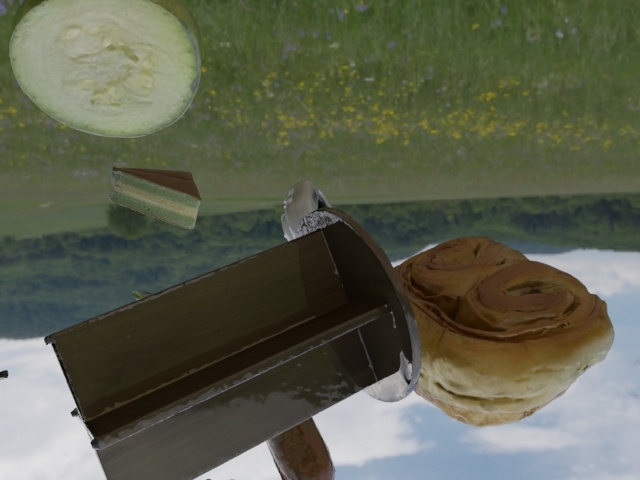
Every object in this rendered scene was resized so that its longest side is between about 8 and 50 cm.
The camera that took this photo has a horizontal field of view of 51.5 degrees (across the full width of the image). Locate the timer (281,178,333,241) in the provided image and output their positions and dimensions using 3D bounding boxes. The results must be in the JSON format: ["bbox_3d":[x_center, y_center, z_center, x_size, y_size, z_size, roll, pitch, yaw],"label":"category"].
[{"bbox_3d":[0.001,0.000,1.405,0.087,0.237,0.262,-29,-160,12],"label":"timer"}]

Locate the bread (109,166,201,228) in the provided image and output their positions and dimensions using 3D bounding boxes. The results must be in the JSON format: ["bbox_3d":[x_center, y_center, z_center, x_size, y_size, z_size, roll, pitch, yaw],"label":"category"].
[{"bbox_3d":[-0.286,-0.073,1.139,0.139,0.074,0.084,3,-142,-28],"label":"bread"}]

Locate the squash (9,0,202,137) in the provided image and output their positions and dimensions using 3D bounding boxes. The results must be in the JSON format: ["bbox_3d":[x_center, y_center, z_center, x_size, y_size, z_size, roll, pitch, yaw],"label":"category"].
[{"bbox_3d":[-0.288,-0.246,0.905,0.252,0.049,0.252,-7,145,-5],"label":"squash"}]

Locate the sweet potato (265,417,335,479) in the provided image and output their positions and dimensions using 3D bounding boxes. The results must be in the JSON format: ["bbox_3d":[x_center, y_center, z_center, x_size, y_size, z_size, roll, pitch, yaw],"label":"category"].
[{"bbox_3d":[-0.068,0.288,1.070,0.097,0.292,0.097,-34,171,-6],"label":"sweet potato"}]

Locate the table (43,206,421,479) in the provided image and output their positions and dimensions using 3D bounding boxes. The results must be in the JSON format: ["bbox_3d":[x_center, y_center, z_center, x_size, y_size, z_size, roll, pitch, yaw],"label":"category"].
[{"bbox_3d":[-0.066,0.089,0.490,0.226,0.167,0.167,-21,-168,-25],"label":"table"}]

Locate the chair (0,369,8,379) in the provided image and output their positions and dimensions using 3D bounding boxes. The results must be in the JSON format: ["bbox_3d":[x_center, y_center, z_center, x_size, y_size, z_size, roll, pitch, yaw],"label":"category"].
[{"bbox_3d":[-0.543,0.235,0.971,0.212,0.101,0.084,-10,160,42],"label":"chair"}]

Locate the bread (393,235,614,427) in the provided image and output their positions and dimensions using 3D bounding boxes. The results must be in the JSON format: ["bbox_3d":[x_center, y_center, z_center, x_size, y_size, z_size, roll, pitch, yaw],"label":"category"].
[{"bbox_3d":[0.162,0.086,0.672,0.198,0.120,0.236,-22,-152,-17],"label":"bread"}]

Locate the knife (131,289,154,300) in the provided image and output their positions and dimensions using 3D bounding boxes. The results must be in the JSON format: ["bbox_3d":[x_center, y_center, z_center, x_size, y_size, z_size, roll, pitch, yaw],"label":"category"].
[{"bbox_3d":[-0.168,0.101,0.888,0.184,0.022,0.026,25,-165,-32],"label":"knife"}]

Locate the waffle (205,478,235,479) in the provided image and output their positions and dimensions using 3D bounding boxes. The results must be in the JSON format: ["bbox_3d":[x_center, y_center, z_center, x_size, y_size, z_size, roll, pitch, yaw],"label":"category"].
[{"bbox_3d":[-0.172,0.568,1.267,0.309,0.065,0.283,14,-163,-27],"label":"waffle"}]
